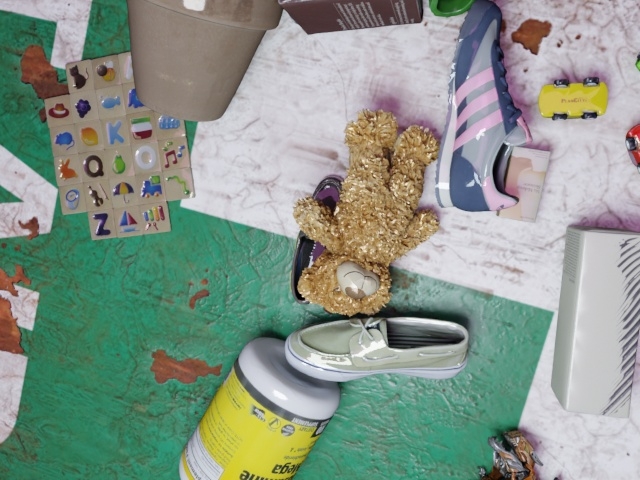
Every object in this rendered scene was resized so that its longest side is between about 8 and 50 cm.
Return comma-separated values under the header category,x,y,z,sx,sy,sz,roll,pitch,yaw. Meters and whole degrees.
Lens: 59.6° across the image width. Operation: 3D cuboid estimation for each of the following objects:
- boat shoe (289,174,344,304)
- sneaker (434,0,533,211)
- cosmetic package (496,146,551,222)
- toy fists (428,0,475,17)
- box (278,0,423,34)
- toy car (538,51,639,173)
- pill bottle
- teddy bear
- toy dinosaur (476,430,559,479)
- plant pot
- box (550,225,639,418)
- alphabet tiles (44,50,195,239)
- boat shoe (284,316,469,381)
category,x,y,z,sx,sy,sz,roll,pitch,yaw
boat shoe,0.000,0.000,0.960,0.081,0.069,0.227,13,98,11
sneaker,0.265,-0.199,0.851,0.131,0.112,0.318,12,105,31
cosmetic package,0.323,-0.089,0.893,0.060,0.041,0.115,10,97,11
toy fists,0.214,-0.451,0.773,0.096,0.279,0.142,-3,74,-6
box,0.052,-0.430,0.859,0.203,0.168,0.167,-1,95,12
toy car,0.479,-0.229,0.839,0.239,0.053,0.225,34,101,7
pill bottle,-0.122,0.350,0.959,0.188,0.188,0.334,32,101,8
teddy bear,0.083,-0.035,0.883,0.245,0.113,0.338,34,87,-35
toy dinosaur,0.296,0.480,0.903,0.219,0.164,0.321,-7,72,-3
plant pot,-0.205,-0.324,0.907,0.263,0.263,0.229,23,117,10
box,0.422,0.118,0.854,0.094,0.113,0.275,4,97,11
alphabet tiles,-0.385,-0.178,1.063,0.285,0.011,0.342,-6,94,14
boat shoe,0.092,0.163,0.915,0.302,0.109,0.094,1,133,-1
